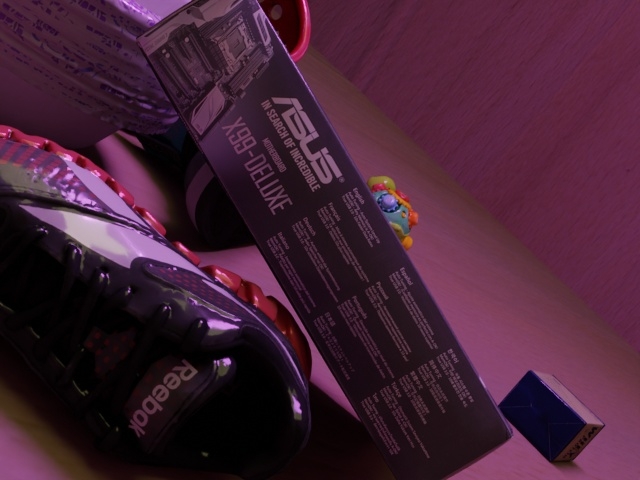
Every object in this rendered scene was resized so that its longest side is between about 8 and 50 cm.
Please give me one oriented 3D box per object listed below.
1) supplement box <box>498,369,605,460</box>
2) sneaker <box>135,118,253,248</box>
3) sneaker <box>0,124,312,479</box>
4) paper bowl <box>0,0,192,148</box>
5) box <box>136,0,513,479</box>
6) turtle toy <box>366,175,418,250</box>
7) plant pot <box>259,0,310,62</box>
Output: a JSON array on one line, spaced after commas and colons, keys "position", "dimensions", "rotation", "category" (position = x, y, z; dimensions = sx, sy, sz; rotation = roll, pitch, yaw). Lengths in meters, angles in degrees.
[{"position": [0.250, 0.190, 1.209], "dimensions": [0.083, 0.056, 0.083], "rotation": [45, 13, 27], "category": "supplement box"}, {"position": [-0.100, -0.095, 1.019], "dimensions": [0.178, 0.124, 0.295], "rotation": [45, 5, 7], "category": "sneaker"}, {"position": [-0.107, 0.036, 0.563], "dimensions": [0.276, 0.098, 0.135], "rotation": [36, 10, -23], "category": "sneaker"}, {"position": [-0.227, -0.182, 0.887], "dimensions": [0.284, 0.148, 0.284], "rotation": [36, 12, -9], "category": "paper bowl"}, {"position": [0.000, 0.000, 0.743], "dimensions": [0.307, 0.076, 0.242], "rotation": [59, -2, 1], "category": "box"}, {"position": [0.093, -0.048, 1.599], "dimensions": [0.095, 0.066, 0.130], "rotation": [33, 13, -31], "category": "turtle toy"}, {"position": [-0.135, -0.263, 1.325], "dimensions": [0.191, 0.174, 0.191], "rotation": [30, 51, -44], "category": "plant pot"}]
